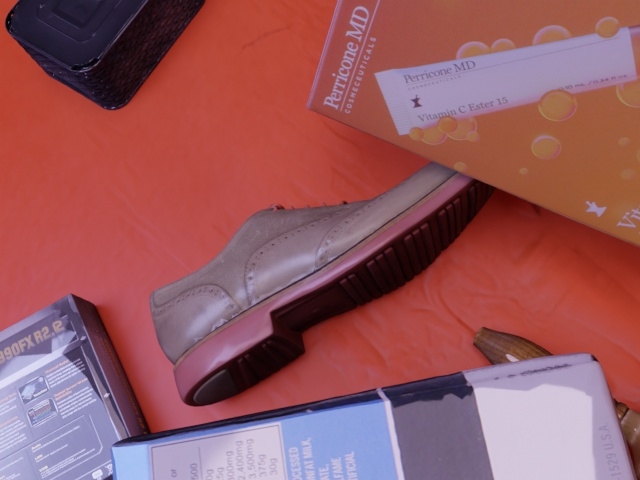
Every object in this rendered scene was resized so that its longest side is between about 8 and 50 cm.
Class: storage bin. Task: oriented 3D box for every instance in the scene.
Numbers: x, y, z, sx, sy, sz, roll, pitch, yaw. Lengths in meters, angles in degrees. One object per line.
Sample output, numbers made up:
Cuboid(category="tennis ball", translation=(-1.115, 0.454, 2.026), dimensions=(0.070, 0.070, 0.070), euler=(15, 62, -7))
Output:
Cuboid(category="storage bin", translation=(-0.223, -0.247, 0.759), dimensions=(0.122, 0.084, 0.180), euler=(31, 80, 15))

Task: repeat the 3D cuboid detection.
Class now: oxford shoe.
Cuboid(category="oxford shoe", translation=(0.000, 0.000, 0.636), dimensions=(0.348, 0.123, 0.130), euler=(-32, 65, -5))

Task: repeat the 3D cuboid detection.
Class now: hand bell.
Cuboid(category="hand bell", translation=(0.232, 0.140, 0.583), dimensions=(0.242, 0.126, 0.126), euler=(29, 78, 27))

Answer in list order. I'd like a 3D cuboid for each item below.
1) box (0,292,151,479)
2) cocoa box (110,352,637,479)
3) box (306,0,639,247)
Cuboid(category="box", translation=(-0.282, 0.183, 0.645), dimensions=(0.231, 0.056, 0.183), euler=(-29, 71, -3))
Cuboid(category="cocoa box", translation=(0.049, 0.219, 0.439), dimensions=(0.228, 0.347, 0.231), euler=(-11, 72, 4))
Cuboid(category="box", translation=(0.194, -0.161, 0.553), dimensions=(0.345, 0.215, 0.168), euler=(23, 47, 2))
